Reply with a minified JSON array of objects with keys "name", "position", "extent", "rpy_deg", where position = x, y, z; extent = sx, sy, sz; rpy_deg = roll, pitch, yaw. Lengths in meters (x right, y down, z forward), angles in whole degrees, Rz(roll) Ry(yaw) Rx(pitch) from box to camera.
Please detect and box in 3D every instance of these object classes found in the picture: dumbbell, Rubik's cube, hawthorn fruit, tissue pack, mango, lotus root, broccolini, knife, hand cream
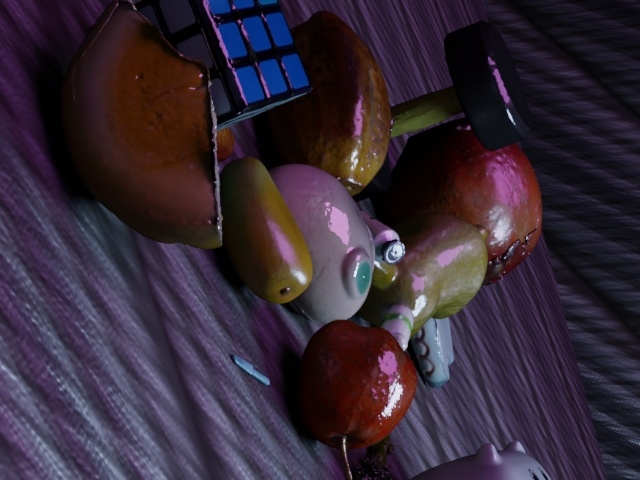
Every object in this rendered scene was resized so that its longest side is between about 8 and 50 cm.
[{"name":"dumbbell","position":[0.155,-0.205,2.230],"extent":[0.204,0.322,0.204],"rpy_deg":[56,23,-38]},{"name":"Rubik's cube","position":[-0.132,-0.208,1.590],"extent":[0.162,0.163,0.161],"rpy_deg":[-26,96,-55]},{"name":"hawthorn fruit","position":[0.035,0.207,1.773],"extent":[0.163,0.162,0.203],"rpy_deg":[56,41,-39]},{"name":"tissue pack","position":[0.222,0.407,1.931],"extent":[0.333,0.229,0.236],"rpy_deg":[22,54,-71]},{"name":"mango","position":[-0.074,-0.016,1.730],"extent":[0.130,0.092,0.195],"rpy_deg":[32,37,-59]},{"name":"lotus root","position":[0.013,-0.184,2.025],"extent":[0.193,0.193,0.291],"rpy_deg":[49,25,-49]},{"name":"broccolini","position":[0.074,0.297,1.941],"extent":[0.216,0.058,0.067],"rpy_deg":[-81,-171,-69]},{"name":"knife","position":[-0.083,0.154,1.664],"extent":[0.091,0.005,0.014],"rpy_deg":[43,34,-55]},{"name":"hand cream","position":[0.045,-0.025,2.016],"extent":[0.234,0.050,0.080],"rpy_deg":[36,-17,51]},{"name":"hawthorn fruit","position":[0.248,-0.074,2.453],"extent":[0.316,0.316,0.316],"rpy_deg":[56,22,-38]}]

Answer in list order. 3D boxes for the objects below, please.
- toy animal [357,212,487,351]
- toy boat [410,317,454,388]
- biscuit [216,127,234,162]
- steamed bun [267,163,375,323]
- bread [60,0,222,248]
[{"name":"toy animal","position":[0.119,0.072,2.130],"extent":[0.363,0.180,0.181],"rpy_deg":[-30,93,-50]},{"name":"toy boat","position":[0.174,0.143,2.366],"extent":[0.134,0.079,0.208],"rpy_deg":[-55,135,-66]},{"name":"biscuit","position":[-0.168,-0.169,1.717],"extent":[0.206,0.025,0.126],"rpy_deg":[57,21,-31]},{"name":"steamed bun","position":[0.000,0.000,1.872],"extent":[0.228,0.130,0.177],"rpy_deg":[64,16,-14]},{"name":"bread","position":[-0.184,-0.115,1.428],"extent":[0.158,0.156,0.261],"rpy_deg":[115,-30,-81]}]
